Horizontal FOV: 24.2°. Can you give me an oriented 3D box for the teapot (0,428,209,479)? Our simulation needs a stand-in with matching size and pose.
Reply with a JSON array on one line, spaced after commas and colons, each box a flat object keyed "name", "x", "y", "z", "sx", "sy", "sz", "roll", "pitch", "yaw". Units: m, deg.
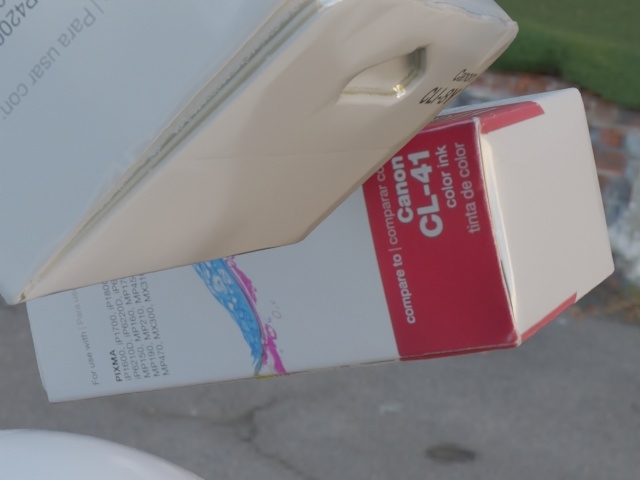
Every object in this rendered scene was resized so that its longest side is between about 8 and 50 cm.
[{"name": "teapot", "x": -0.057, "y": 0.170, "z": 0.495, "sx": 0.187, "sy": 0.252, "sz": 0.256, "roll": -13, "pitch": 70, "yaw": -31}]

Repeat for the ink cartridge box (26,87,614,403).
[{"name": "ink cartridge box", "x": 0.000, "y": 0.000, "z": 0.916, "sx": 0.306, "sy": 0.131, "sz": 0.226, "roll": -7, "pitch": 7, "yaw": 24}]

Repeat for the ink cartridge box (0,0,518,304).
[{"name": "ink cartridge box", "x": -0.126, "y": -0.174, "z": 0.618, "sx": 0.385, "sy": 0.160, "sz": 0.279, "roll": 48, "pitch": 18, "yaw": 10}]
